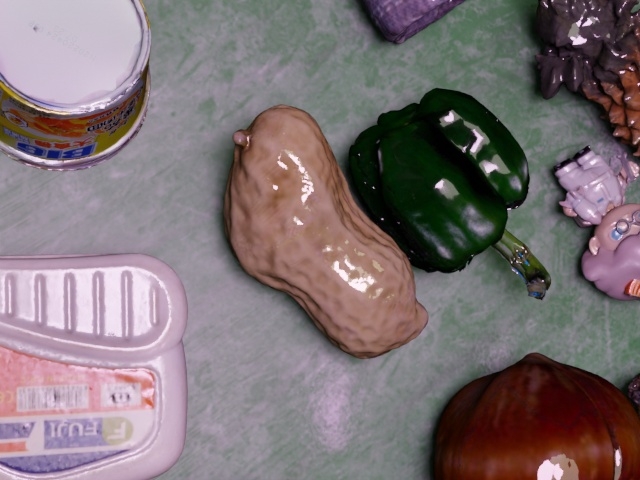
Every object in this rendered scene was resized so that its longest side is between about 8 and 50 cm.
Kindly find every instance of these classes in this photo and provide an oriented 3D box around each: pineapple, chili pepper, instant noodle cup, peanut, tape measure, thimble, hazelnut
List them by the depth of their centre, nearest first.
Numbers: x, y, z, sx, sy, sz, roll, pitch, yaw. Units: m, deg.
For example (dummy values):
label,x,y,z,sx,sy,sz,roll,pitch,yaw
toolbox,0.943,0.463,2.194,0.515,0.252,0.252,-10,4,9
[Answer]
label,x,y,z,sx,sy,sz,roll,pitch,yaw
tape measure,-0.261,0.119,0.877,0.258,0.130,0.265,0,89,-16
instant noodle cup,-0.260,-0.183,0.901,0.205,0.153,0.205,2,82,-17
peanut,-0.009,0.001,0.971,0.291,0.159,0.143,55,35,-15
hazelnut,0.239,0.231,0.979,0.229,0.229,0.229,2,82,-18
chili pepper,0.153,-0.037,1.013,0.261,0.165,0.174,50,49,-19
thimble,0.114,-0.303,1.046,0.150,0.150,0.097,-34,93,-19
pineapple,0.388,-0.214,1.105,0.357,0.223,0.223,25,76,-5

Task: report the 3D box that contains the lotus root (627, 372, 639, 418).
label,x,y,z,sx,sy,sz,roll,pitch,yaw
lotus root,0.462,0.212,1.105,0.214,0.138,0.138,30,75,-12

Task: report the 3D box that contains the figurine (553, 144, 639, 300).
label,x,y,z,sx,sy,sz,roll,pitch,yaw
figurine,0.368,-0.008,1.113,0.137,0.112,0.229,-32,83,-14
